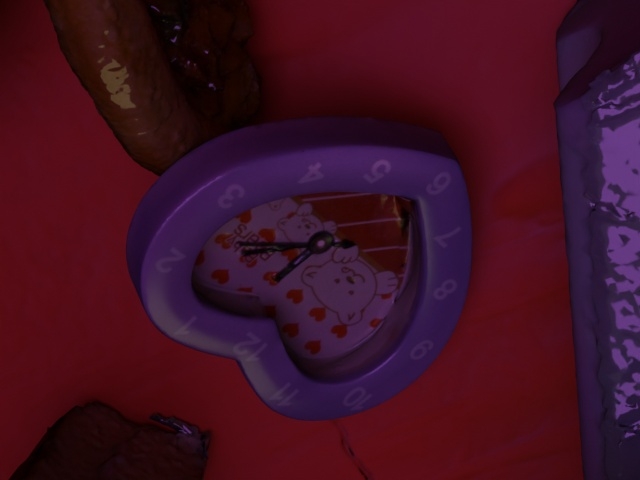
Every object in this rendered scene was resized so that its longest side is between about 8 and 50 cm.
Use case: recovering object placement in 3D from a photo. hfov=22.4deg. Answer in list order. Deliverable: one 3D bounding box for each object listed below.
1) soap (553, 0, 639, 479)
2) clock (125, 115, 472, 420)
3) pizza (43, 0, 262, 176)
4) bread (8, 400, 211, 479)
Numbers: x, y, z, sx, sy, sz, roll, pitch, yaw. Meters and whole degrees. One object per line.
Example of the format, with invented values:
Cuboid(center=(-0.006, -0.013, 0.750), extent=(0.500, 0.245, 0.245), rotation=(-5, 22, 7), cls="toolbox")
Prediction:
Cuboid(center=(0.252, 0.021, 0.792), extent=(0.261, 0.156, 0.446), rotation=(-3, 105, 12), cls="soap")
Cuboid(center=(0.000, 0.000, 0.858), extent=(0.172, 0.064, 0.198), rotation=(-43, 130, 11), cls="clock")
Cuboid(center=(-0.078, -0.141, 0.810), extent=(0.058, 0.197, 0.292), rotation=(-3, 144, 17), cls="pizza")
Cuboid(center=(-0.165, 0.230, 0.894), extent=(0.111, 0.239, 0.246), rotation=(26, 108, -2), cls="bread")
